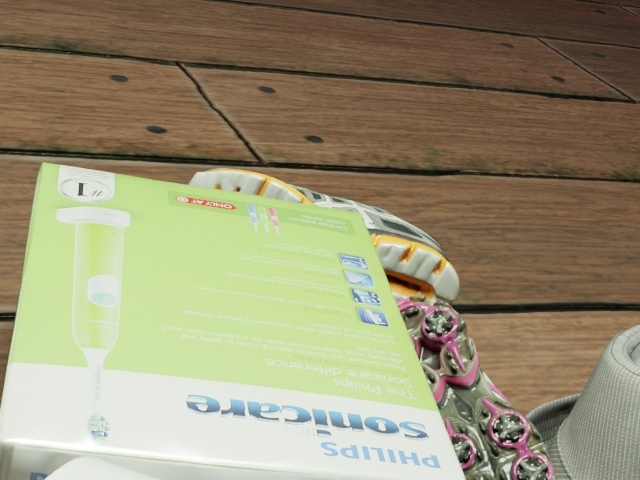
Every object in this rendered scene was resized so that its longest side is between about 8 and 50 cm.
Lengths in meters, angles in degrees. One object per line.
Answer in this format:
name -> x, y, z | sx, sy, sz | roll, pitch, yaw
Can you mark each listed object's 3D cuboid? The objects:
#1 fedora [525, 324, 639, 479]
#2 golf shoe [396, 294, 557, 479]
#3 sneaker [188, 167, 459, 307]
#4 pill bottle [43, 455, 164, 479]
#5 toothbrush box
fedora -> 0.253, 0.134, 0.703 | 0.244, 0.124, 0.275 | -13, 36, -44
golf shoe -> 0.091, 0.121, 0.708 | 0.067, 0.086, 0.186 | -22, 54, 0
sneaker -> 0.000, 0.000, 0.917 | 0.215, 0.084, 0.083 | 23, 22, -4
pill bottle -> 0.017, 0.188, 0.419 | 0.283, 0.160, 0.160 | 20, 25, 12
toothbrush box -> -0.064, 0.080, 0.652 | 0.206, 0.122, 0.283 | 8, 24, -14
